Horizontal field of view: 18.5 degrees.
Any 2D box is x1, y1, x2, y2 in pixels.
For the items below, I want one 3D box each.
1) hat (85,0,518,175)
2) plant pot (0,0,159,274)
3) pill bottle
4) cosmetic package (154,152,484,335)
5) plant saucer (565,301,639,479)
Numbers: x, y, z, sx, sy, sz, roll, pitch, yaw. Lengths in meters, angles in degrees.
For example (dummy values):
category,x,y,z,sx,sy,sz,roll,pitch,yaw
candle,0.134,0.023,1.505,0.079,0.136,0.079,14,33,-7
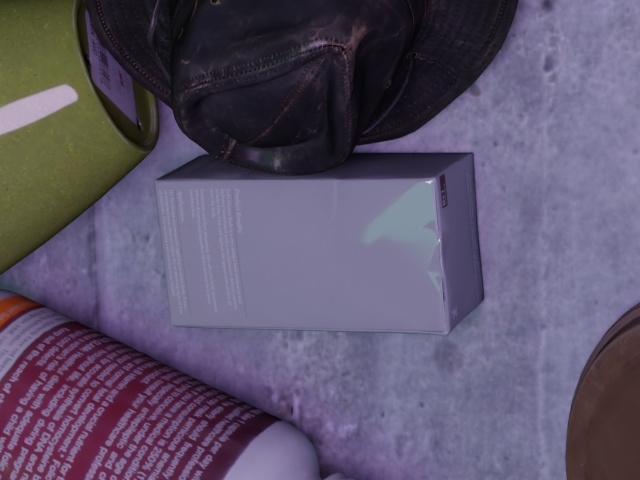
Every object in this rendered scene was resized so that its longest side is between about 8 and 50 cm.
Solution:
category,x,y,z,sx,sy,sz,roll,pitch,yaw
hat,-0.024,-0.136,1.389,0.331,0.134,0.331,6,140,5
plant pot,-0.287,-0.082,1.547,0.293,0.275,0.275,-19,96,17
pill bottle,-0.141,0.214,1.568,0.392,0.224,0.224,24,112,16
cosmetic package,0.000,0.000,1.521,0.238,0.107,0.127,2,105,20
plant saucer,0.277,0.170,1.416,0.278,0.041,0.278,7,100,47
